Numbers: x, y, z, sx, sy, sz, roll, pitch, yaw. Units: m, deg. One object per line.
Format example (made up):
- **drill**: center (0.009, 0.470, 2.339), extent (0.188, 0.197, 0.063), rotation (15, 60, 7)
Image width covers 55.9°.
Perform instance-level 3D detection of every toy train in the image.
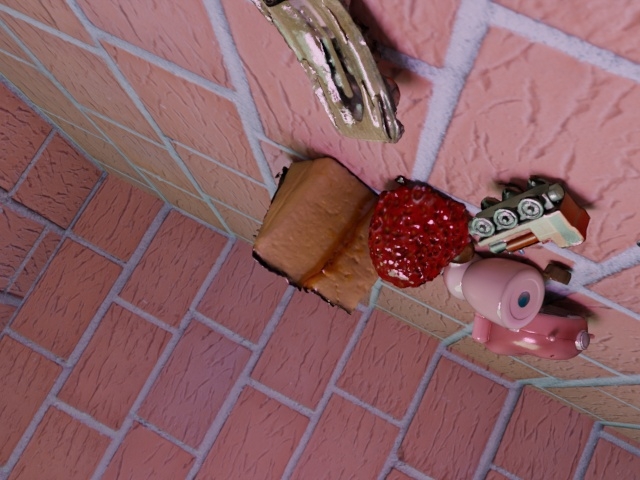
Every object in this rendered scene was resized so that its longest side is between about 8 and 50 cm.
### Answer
- **toy train**: center (0.332, -0.028, 0.985), extent (0.118, 0.074, 0.176), rotation (47, 138, -12)

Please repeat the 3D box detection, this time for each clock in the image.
- **clock**: center (0.525, 0.226, 1.458), extent (0.227, 0.142, 0.241), rotation (6, -178, -41)

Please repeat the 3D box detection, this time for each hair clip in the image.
- **hair clip**: center (0.018, -0.265, 0.797), extent (0.138, 0.091, 0.321), rotation (16, 153, 44)

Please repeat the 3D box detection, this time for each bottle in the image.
- **bottle**: center (0.381, 0.099, 1.398), extent (0.148, 0.147, 0.237), rotation (36, 174, -34)

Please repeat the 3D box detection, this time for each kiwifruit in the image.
- **kiwifruit**: center (0.292, 0.011, 1.379), extent (0.125, 0.075, 0.075), rotation (28, 169, 25)

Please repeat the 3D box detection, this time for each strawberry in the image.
- **strawberry**: center (0.192, 0.008, 1.247), extent (0.234, 0.178, 0.233), rotation (17, 146, 12)

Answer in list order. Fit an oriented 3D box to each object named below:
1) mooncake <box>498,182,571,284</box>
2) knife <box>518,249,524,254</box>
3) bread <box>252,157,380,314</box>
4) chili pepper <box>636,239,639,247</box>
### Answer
- **mooncake**: center (0.403, 0.006, 1.139), extent (0.150, 0.057, 0.347), rotation (23, 168, 26)
- **knife**: center (0.369, -0.007, 1.198), extent (0.096, 0.010, 0.027), rotation (47, 176, 8)
- **bread**: center (0.000, 0.000, 1.400), extent (0.242, 0.404, 0.345), rotation (-6, 133, 52)
- **chili pepper**: center (0.546, 0.020, 0.908), extent (0.153, 0.041, 0.050), rotation (12, -172, 1)
